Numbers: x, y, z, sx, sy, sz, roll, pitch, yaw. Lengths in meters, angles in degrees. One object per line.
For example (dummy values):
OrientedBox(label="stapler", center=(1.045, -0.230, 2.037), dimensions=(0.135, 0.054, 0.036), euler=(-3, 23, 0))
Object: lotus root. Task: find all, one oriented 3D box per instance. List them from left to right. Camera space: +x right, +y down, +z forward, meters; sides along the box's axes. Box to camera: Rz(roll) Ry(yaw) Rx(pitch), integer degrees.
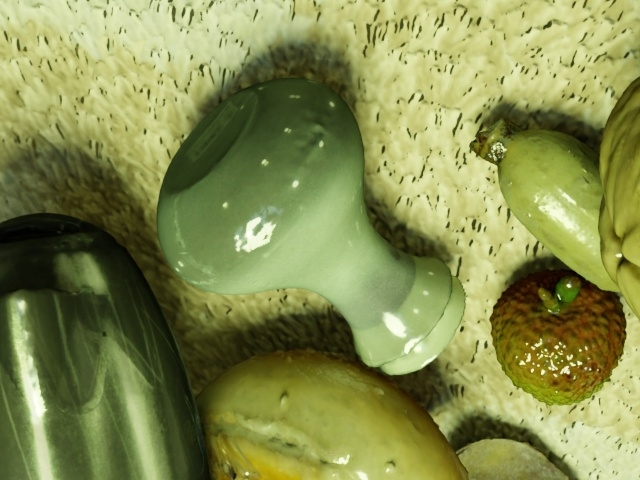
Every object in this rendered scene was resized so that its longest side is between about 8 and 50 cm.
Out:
OrientedBox(label="lotus root", center=(0.198, -0.032, 0.712), dimensions=(0.183, 0.090, 0.077), euler=(41, 115, -7))

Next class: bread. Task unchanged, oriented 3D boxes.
OrientedBox(label="bread", center=(-0.024, 0.188, 0.828), dimensions=(0.314, 0.171, 0.192), euler=(-22, 107, 44))

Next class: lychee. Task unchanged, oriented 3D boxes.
OrientedBox(label="lychee", center=(0.201, 0.079, 0.768), dimensions=(0.114, 0.114, 0.146), euler=(-6, 140, 14))

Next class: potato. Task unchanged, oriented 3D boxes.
OrientedBox(label="potato", center=(0.200, 0.289, 0.925), dimensions=(0.120, 0.100, 0.261), euler=(-29, 101, -18))

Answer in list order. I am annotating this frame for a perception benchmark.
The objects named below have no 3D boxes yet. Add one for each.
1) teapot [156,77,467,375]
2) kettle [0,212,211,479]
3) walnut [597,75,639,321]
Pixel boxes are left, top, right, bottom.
OrientedBox(label="teapot", center=(0.000, 0.000, 0.730), dimensions=(0.183, 0.183, 0.251), euler=(-33, 122, 26))
OrientedBox(label="kettle", center=(-0.211, 0.140, 0.761), dimensions=(0.228, 0.321, 0.324), euler=(-8, 90, -7))
OrientedBox(label="walnut", center=(0.313, -0.037, 0.593), dimensions=(0.282, 0.283, 0.227), euler=(3, 141, 9))
